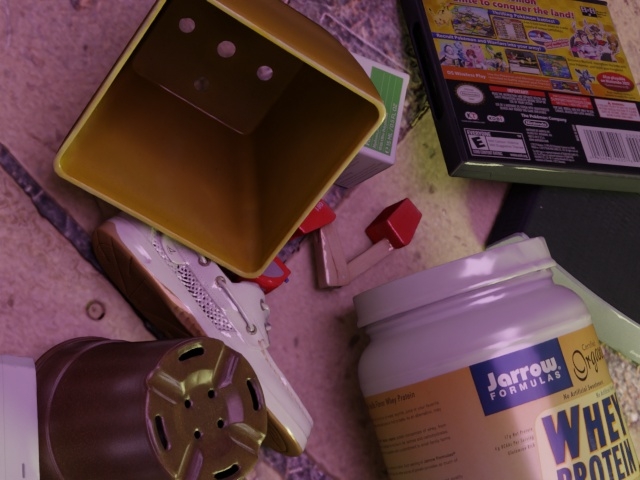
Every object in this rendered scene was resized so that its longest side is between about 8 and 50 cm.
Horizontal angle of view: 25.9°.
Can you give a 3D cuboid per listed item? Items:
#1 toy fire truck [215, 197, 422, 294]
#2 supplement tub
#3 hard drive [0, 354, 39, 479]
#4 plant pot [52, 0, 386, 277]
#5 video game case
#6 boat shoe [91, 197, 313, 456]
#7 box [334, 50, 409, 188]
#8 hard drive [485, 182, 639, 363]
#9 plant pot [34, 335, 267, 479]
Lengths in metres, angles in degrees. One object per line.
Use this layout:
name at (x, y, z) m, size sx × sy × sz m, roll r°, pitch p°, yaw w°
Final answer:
toy fire truck at (0.000, 0.000, 1.366) m, size 0.135 × 0.047 × 0.192 m, roll 47°, pitch 61°, yaw -12°
supplement tub at (0.167, 0.174, 1.305) m, size 0.228 × 0.228 × 0.316 m, roll -15°, pitch 84°, yaw -31°
hard drive at (-0.359, 0.168, 1.026) m, size 0.307 × 0.040 × 0.203 m, roll 10°, pitch 58°, yaw -32°
plant pot at (-0.088, -0.135, 1.250) m, size 0.212 × 0.212 × 0.187 m, roll 30°, pitch 28°, yaw -19°
video game case at (0.230, -0.170, 1.506) m, size 0.274 × 0.035 × 0.248 m, roll 3°, pitch 59°, yaw -28°
boat shoe at (-0.086, 0.072, 1.270) m, size 0.096 × 0.098 × 0.277 m, roll -41°, pitch 97°, yaw -29°
box at (0.023, -0.120, 1.378) m, size 0.087 × 0.102 × 0.101 m, roll 18°, pitch 70°, yaw -21°
hard drive at (0.313, 0.012, 1.528) m, size 0.254 × 0.054 × 0.172 m, roll 35°, pitch 63°, yaw -16°
plant pot at (-0.143, 0.153, 1.158) m, size 0.167 × 0.165 × 0.167 m, roll 12°, pitch 72°, yaw -41°
